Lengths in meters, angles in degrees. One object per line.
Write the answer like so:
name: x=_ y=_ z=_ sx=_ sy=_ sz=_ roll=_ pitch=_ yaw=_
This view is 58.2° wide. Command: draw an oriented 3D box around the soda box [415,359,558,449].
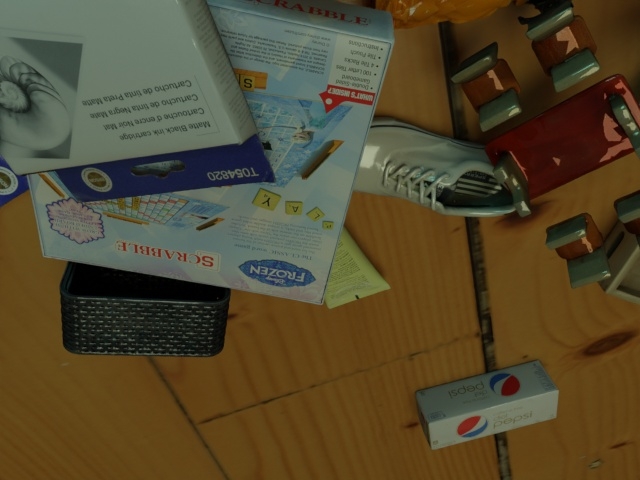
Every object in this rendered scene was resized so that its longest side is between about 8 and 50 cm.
soda box: x=0.270 y=0.268 z=0.939 sx=0.215 sy=0.069 sz=0.074 roll=-14 pitch=125 yaw=-1

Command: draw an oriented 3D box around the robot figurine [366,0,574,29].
robot figurine: x=0.185 y=-0.287 z=0.514 sx=0.290 sy=0.085 sz=0.211 roll=-14 pitch=158 yaw=-3

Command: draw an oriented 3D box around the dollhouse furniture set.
dollhouse furniture set: x=0.299 y=-0.124 z=0.578 sx=0.259 sy=0.135 sz=0.262 roll=-27 pitch=106 yaw=30

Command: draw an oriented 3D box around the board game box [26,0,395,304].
board game box: x=-0.122 y=-0.088 z=0.558 sx=0.318 sy=0.066 sz=0.318 roll=11 pitch=132 yaw=-4

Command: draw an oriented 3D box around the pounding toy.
pounding toy: x=0.475 y=0.012 z=0.804 sx=0.130 sy=0.100 sz=0.141 roll=19 pitch=116 yaw=-6

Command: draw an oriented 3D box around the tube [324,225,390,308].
tube: x=0.000 y=0.000 z=0.717 sx=0.062 sy=0.070 sz=0.240 roll=-51 pitch=130 yaw=-22

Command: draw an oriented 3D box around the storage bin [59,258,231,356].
storage bin: x=-0.200 y=0.064 z=0.676 sx=0.180 sy=0.122 sz=0.085 roll=3 pitch=123 yaw=-13

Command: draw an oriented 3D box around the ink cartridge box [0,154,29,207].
ink cartridge box: x=-0.507 y=-0.021 z=0.599 sx=0.370 sy=0.069 sz=0.176 roll=-30 pitch=124 yaw=7

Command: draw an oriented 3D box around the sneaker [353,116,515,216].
sneaker: x=0.116 y=-0.080 z=0.661 sx=0.257 sy=0.091 sz=0.094 roll=2 pitch=123 yaw=-13

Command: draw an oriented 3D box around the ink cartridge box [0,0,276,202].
ink cartridge box: x=-0.171 y=-0.112 z=0.447 sx=0.223 sy=0.045 sz=0.224 roll=-5 pitch=131 yaw=20
